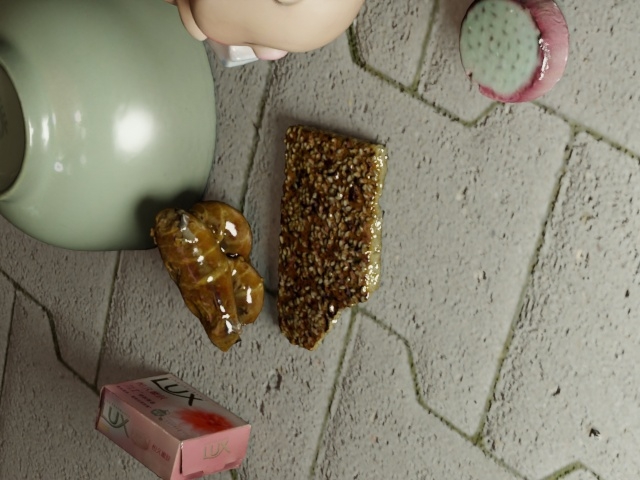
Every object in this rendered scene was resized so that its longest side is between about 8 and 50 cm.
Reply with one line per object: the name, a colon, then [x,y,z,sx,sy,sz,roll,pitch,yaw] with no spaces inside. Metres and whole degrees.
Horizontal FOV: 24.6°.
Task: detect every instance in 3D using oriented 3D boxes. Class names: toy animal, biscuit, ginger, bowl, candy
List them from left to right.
bowl: [-0.297,-0.143,1.625,0.354,0.185,0.354,15,111,43]
ginger: [-0.110,0.031,1.549,0.073,0.103,0.162,-15,99,51]
toy animal: [-0.072,-0.263,1.362,0.256,0.195,0.213,47,138,23]
biscuit: [0.008,0.007,1.470,0.131,0.026,0.237,20,114,43]
candy: [0.164,-0.168,1.250,0.103,0.043,0.103,14,110,42]

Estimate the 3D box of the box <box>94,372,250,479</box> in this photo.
box: [-0.166,0.209,1.641,0.156,0.111,0.060,28,112,36]
